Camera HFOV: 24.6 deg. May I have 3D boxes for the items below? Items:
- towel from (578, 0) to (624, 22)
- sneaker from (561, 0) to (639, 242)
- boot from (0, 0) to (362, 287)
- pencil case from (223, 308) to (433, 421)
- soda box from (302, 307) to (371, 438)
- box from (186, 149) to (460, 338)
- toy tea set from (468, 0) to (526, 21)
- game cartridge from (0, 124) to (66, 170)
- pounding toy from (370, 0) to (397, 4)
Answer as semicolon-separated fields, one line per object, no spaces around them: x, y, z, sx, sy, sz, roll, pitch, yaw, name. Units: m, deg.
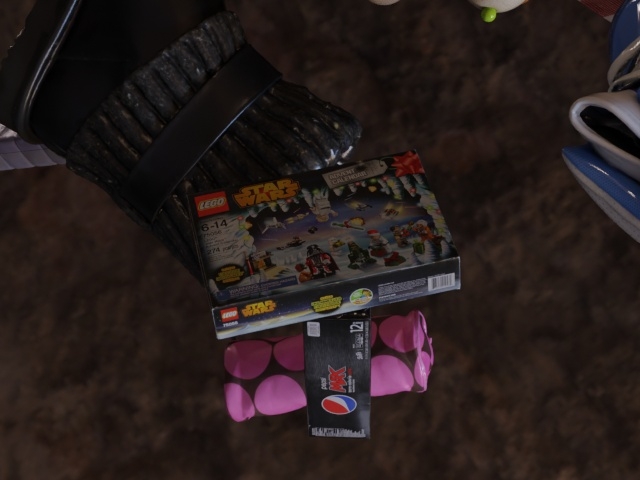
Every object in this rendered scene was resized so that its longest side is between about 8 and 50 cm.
0.338;-0.252;1.509;0.329;0.037;0.237;32;0;-9;towel
0.244;-0.100;1.024;0.130;0.236;0.323;-45;-132;27;sneaker
-0.069;-0.158;1.115;0.260;0.131;0.348;34;-77;17;boot
0.009;0.121;1.440;0.098;0.209;0.095;35;48;-69;pencil case
0.014;0.089;1.171;0.169;0.053;0.060;89;2;-50;soda box
0.000;0.000;0.816;0.094;0.137;0.027;-108;-171;-46;box
0.157;-0.359;1.772;0.200;0.336;0.124;175;-72;-68;toy tea set
-0.279;-0.220;1.745;0.230;0.355;0.068;-7;-50;42;game cartridge
0.084;-0.345;1.417;0.183;0.237;0.110;38;-32;24;pounding toy
